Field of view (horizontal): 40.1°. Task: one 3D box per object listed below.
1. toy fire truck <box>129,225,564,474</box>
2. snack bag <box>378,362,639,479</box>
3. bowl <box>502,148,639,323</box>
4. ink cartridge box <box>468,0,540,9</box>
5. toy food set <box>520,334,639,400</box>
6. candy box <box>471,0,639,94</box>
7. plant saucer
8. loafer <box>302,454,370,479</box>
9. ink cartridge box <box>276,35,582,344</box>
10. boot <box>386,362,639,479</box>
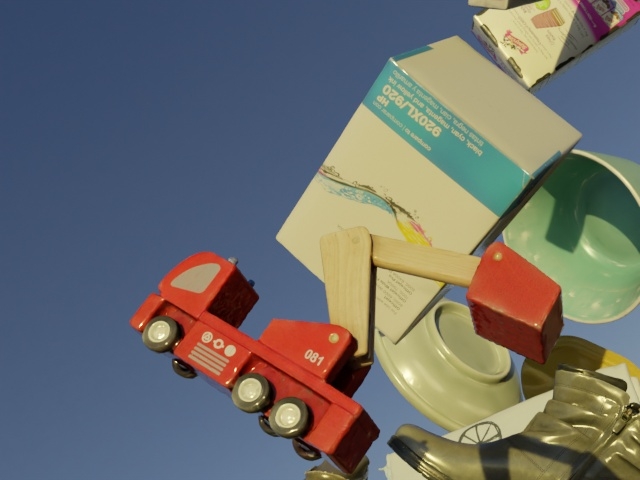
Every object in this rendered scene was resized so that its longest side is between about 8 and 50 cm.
[{"bbox_3d":[0.010,0.040,0.450,0.135,0.192,0.047,-54,-30,-16],"label":"toy fire truck"},{"bbox_3d":[0.228,0.320,0.977,0.343,0.323,0.037,-27,-56,19],"label":"snack bag"},{"bbox_3d":[0.489,-0.027,1.538,0.163,0.311,0.311,-21,-30,-34],"label":"bowl"},{"bbox_3d":[0.293,-0.413,1.149,0.311,0.065,0.185,-31,-50,-52],"label":"ink cartridge box"},{"bbox_3d":[0.390,0.224,1.233,0.128,0.218,0.071,-56,-31,-12],"label":"toy food set"},{"bbox_3d":[0.394,-0.368,1.470,0.233,0.159,0.071,-34,-11,-1],"label":"candy box"},{"bbox_3d":[0.297,0.241,1.890,0.401,0.400,0.100,-1,-41,-45],"label":"plant saucer"},{"bbox_3d":[0.024,0.359,1.343,0.251,0.095,0.087,56,-134,-74],"label":"loafer"},{"bbox_3d":[0.104,-0.052,0.873,0.171,0.168,0.232,-33,-19,-55],"label":"ink cartridge box"},{"bbox_3d":[0.201,0.185,0.819,0.161,0.247,0.083,-65,-14,-8],"label":"boot"}]
